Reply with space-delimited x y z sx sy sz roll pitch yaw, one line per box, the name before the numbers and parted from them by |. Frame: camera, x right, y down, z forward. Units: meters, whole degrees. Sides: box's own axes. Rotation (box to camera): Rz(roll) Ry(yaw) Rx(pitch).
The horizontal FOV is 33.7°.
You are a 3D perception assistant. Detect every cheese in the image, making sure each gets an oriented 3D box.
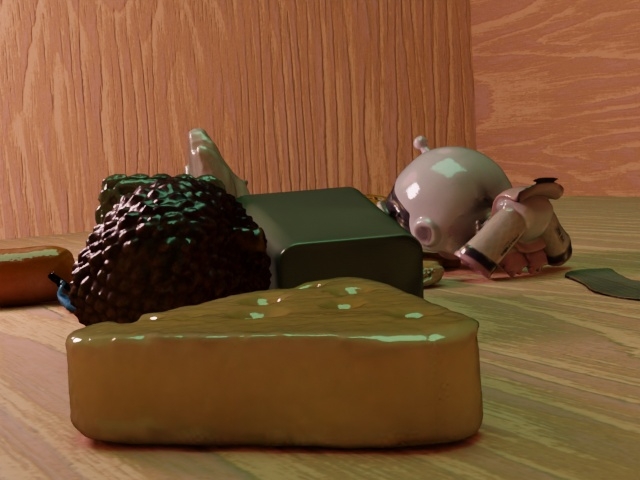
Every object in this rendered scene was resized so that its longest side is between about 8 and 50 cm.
cheese | -0.020 0.110 1.050 0.384 0.104 0.384 -4 6 0

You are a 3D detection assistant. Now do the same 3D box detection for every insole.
insole | 0.479 0.068 1.703 0.119 0.009 0.348 -4 5 -4

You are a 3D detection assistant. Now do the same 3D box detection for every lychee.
lychee | -0.190 0.037 1.335 0.271 0.236 0.236 -24 1 12

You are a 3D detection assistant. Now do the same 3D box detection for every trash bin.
trash bin | 0.006 0.033 1.564 0.223 0.158 0.343 -5 14 -13

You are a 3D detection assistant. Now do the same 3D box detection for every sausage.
sausage | -0.577 0.068 1.897 0.274 0.105 0.105 -5 5 -12

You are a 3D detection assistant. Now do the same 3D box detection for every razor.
razor | -0.407 0.103 1.769 0.082 0.042 0.253 39 -11 -22

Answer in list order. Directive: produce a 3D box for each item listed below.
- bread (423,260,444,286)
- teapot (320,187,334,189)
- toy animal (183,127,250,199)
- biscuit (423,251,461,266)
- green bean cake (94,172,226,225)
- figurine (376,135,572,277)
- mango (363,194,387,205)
bread | 0.089 0.062 1.873 0.251 0.039 0.182 -4 5 -6
teapot | 0.000 0.000 2.110 0.239 0.149 0.162 3 43 51
toy animal | -0.161 -0.048 1.886 0.188 0.308 0.266 0 11 -13
biscuit | 0.165 0.040 2.129 0.236 0.040 0.144 4 3 40
green bean cake | -0.247 0.008 1.676 0.223 0.227 0.125 0 3 -9
figurine | 0.298 -0.060 2.003 0.253 0.211 0.361 8 10 -36
mango | 0.135 -0.057 2.712 0.295 0.120 0.177 -1 8 29
